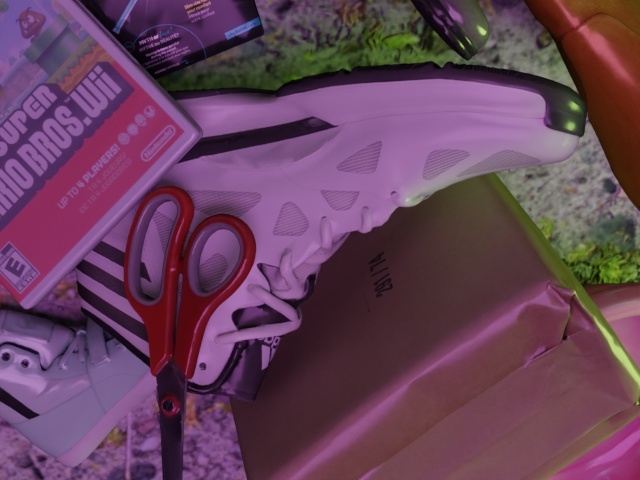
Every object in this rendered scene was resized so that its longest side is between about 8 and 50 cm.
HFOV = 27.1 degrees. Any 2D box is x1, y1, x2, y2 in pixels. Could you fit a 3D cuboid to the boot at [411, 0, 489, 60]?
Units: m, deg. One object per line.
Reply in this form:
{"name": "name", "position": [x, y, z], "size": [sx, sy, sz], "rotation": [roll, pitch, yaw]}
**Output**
{"name": "boot", "position": [0.109, -0.271, 0.994], "size": [0.161, 0.247, 0.083], "rotation": [-29, 159, 10]}

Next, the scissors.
{"name": "scissors", "position": [-0.123, 0.108, 1.035], "size": [0.109, 0.021, 0.297], "rotation": [13, 92, 19]}

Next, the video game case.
{"name": "video game case", "position": [-0.260, -0.116, 1.056], "size": [0.204, 0.025, 0.285], "rotation": [-44, 87, 11]}

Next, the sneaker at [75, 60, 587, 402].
{"name": "sneaker", "position": [0.000, 0.000, 1.094], "size": [0.447, 0.169, 0.258], "rotation": [-4, 87, 18]}

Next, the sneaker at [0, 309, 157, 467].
{"name": "sneaker", "position": [-0.222, 0.089, 1.244], "size": [0.151, 0.094, 0.256], "rotation": [35, 106, -21]}

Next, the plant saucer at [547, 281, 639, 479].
{"name": "plant saucer", "position": [0.263, 0.165, 1.341], "size": [0.332, 0.084, 0.332], "rotation": [-12, 131, -15]}

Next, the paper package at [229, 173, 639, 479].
{"name": "paper package", "position": [0.076, 0.094, 1.164], "size": [0.309, 0.325, 0.168], "rotation": [-37, 119, 9]}

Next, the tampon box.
{"name": "tampon box", "position": [-0.132, -0.231, 1.081], "size": [0.120, 0.101, 0.161], "rotation": [-22, 119, 1]}

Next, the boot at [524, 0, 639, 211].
{"name": "boot", "position": [0.224, -0.153, 1.079], "size": [0.104, 0.295, 0.211], "rotation": [-35, 128, 24]}
